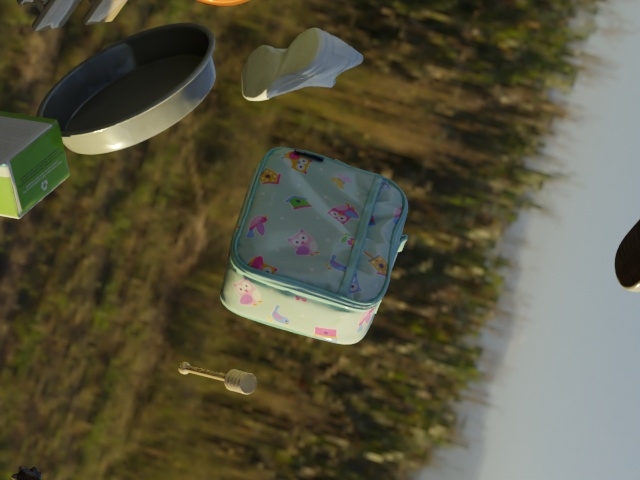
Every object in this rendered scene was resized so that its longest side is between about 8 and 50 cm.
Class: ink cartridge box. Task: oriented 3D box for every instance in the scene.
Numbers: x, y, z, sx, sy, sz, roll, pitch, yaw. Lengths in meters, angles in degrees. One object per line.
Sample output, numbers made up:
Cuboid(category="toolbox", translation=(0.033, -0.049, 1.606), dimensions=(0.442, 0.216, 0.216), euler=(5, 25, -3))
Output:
Cuboid(category="ink cartridge box", translation=(-0.501, -0.081, 2.076), dimensions=(0.255, 0.189, 0.097), euler=(-51, 142, -47))

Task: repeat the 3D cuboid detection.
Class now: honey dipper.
Cuboid(category="honey dipper", translation=(-0.150, 0.187, 2.088), dimensions=(0.030, 0.161, 0.030), euler=(-5, 98, -41))

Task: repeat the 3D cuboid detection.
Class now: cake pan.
Cuboid(category="cake pan", translation=(-0.281, -0.224, 2.233), dimensions=(0.054, 0.293, 0.293), euler=(64, 29, -31))

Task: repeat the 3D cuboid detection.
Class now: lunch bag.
Cuboid(category="lunch bag", translation=(0.000, 0.000, 1.987), dimensions=(0.279, 0.224, 0.108), euler=(-73, 179, -47))

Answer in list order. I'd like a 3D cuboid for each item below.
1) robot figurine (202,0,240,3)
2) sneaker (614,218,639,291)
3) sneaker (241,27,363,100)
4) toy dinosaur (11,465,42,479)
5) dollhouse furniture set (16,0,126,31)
Cuboid(category="robot figurine", translation=(-0.091, -0.273, 1.337), dimensions=(0.128, 0.158, 0.219), euler=(-40, -172, 1))
Cuboid(category="sneaker", translation=(0.407, -0.019, 1.531), dimensions=(0.222, 0.118, 0.083), euler=(-50, -139, 49))
Cuboid(category="sneaker", translation=(-0.027, -0.229, 2.048), dimensions=(0.212, 0.094, 0.080), euler=(-10, -108, 54))
Cuboid(category="toy dinosaur", translation=(-0.246, 0.301, 1.536), dimensions=(0.160, 0.314, 0.121), euler=(-138, -118, -75))
Cuboid(category="dollhouse furniture set", translation=(-0.338, -0.370, 1.708), dimensions=(0.242, 0.212, 0.161), euler=(-18, 161, -44))
